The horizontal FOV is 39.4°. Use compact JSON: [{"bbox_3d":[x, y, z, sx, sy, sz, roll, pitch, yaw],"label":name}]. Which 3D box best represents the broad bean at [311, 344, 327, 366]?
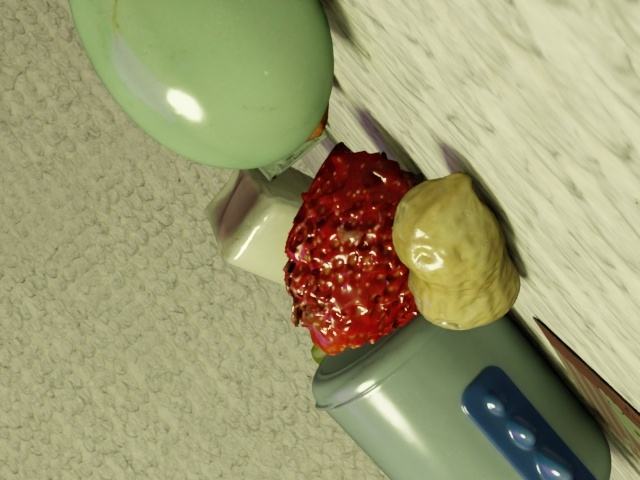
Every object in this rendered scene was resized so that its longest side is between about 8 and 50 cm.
[{"bbox_3d":[0.134,0.182,1.429,0.238,0.291,0.119,75,-166,-46],"label":"broad bean"}]

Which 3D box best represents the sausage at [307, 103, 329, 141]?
[{"bbox_3d":[-0.080,-0.200,0.960,0.259,0.113,0.113,52,-179,31],"label":"sausage"}]

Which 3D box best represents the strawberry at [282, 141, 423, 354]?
[{"bbox_3d":[0.045,0.019,0.905,0.184,0.201,0.187,26,162,4],"label":"strawberry"}]

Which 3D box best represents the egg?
[{"bbox_3d":[-0.085,-0.156,0.653,0.231,0.168,0.168,54,179,-25],"label":"egg"}]

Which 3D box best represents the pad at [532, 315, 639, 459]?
[{"bbox_3d":[0.314,0.205,0.820,0.202,0.005,0.300,51,180,-38],"label":"pad"}]

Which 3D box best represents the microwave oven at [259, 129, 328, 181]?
[{"bbox_3d":[-0.082,-0.190,1.248,0.162,0.122,0.208,51,-179,12],"label":"microwave oven"}]

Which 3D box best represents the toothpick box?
[{"bbox_3d":[0.188,0.223,1.044,0.354,0.263,0.263,49,180,-6],"label":"toothpick box"}]

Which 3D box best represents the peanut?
[{"bbox_3d":[0.112,0.015,0.716,0.099,0.099,0.214,51,175,27],"label":"peanut"}]

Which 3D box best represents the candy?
[{"bbox_3d":[0.000,0.003,1.467,0.359,0.145,0.208,25,-163,-32],"label":"candy"}]
